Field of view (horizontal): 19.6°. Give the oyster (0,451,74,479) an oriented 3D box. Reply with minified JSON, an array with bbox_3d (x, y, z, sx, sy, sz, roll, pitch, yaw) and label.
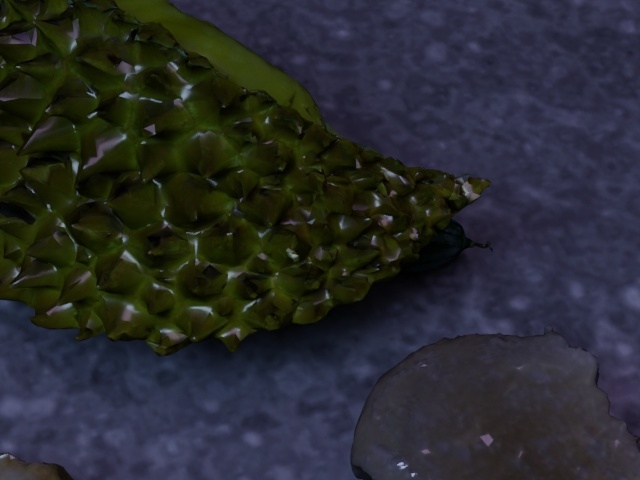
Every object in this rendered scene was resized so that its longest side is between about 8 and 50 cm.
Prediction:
[{"bbox_3d":[-0.113,0.243,0.664,0.221,0.096,0.361,-23,60,-19],"label":"oyster"}]

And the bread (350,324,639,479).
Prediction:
[{"bbox_3d":[0.086,0.190,0.711,0.183,0.102,0.337,-18,57,-16],"label":"bread"}]

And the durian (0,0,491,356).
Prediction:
[{"bbox_3d":[-0.105,-0.057,0.869,0.352,0.158,0.169,31,22,30],"label":"durian"}]

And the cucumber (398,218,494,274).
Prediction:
[{"bbox_3d":[0.000,0.000,0.880,0.168,0.039,0.039,-5,55,-5],"label":"cucumber"}]
